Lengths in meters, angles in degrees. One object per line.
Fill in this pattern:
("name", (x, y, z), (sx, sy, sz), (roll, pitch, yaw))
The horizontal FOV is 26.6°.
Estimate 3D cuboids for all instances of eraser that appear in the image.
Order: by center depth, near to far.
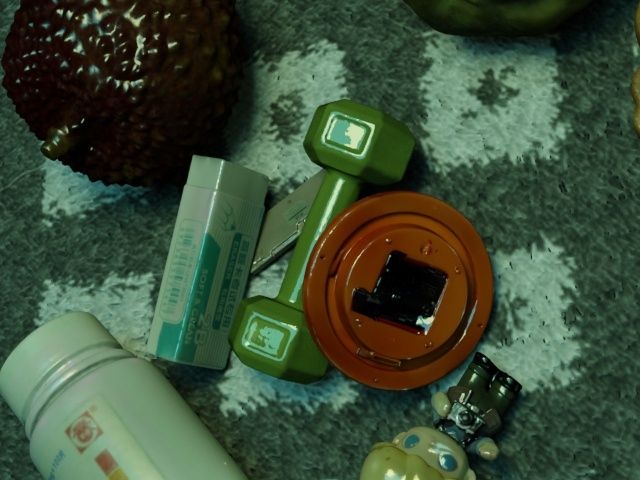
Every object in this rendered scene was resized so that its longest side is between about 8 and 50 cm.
("eraser", (-0.124, 0.027, 1.489), (0.052, 0.095, 0.225), (11, 86, 34))

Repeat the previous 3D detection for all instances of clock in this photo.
("clock", (0.081, 0.052, 1.380), (0.205, 0.051, 0.205), (-2, 96, -18))

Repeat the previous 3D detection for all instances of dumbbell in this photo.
("dumbbell", (0.000, 0.000, 1.441), (0.121, 0.108, 0.302), (22, 89, 18))

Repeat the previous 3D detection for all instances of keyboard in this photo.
("keyboard", (-0.022, -0.028, 1.523), (0.166, 0.017, 0.055), (-38, 61, 8))

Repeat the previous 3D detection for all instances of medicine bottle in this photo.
("medicine bottle", (-0.212, 0.221, 1.444), (0.170, 0.170, 0.293), (-46, 66, 5))

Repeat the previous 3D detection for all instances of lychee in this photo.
("lychee", (-0.210, -0.197, 1.508), (0.275, 0.276, 0.304), (17, 57, 25))

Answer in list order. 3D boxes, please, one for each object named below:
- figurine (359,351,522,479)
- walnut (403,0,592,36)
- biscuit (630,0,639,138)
("figurine", (0.126, 0.208, 1.354), (0.114, 0.108, 0.196), (40, 85, 3))
("walnut", (0.170, -0.350, 1.396), (0.253, 0.277, 0.282), (-32, 57, 1))
("biscuit", (0.429, -0.231, 1.381), (0.202, 0.047, 0.334), (25, 84, 26))
